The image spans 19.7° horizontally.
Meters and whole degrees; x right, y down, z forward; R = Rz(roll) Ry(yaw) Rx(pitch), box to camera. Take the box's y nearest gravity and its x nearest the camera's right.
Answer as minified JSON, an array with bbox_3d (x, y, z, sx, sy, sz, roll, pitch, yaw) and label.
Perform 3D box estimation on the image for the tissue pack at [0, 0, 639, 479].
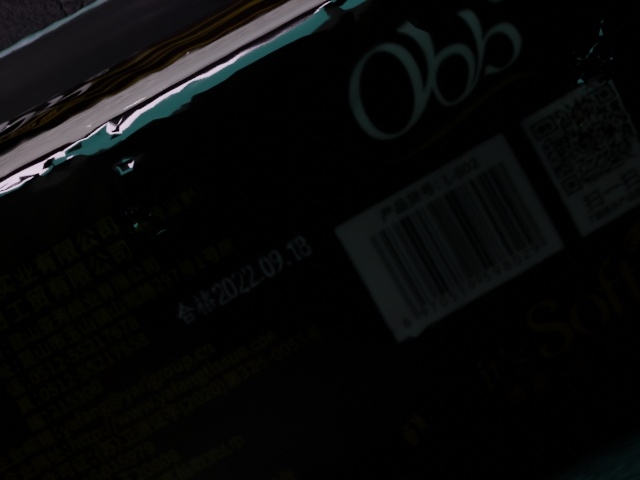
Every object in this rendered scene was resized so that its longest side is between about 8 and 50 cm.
[{"bbox_3d":[0.000,0.000,0.726,0.370,0.210,0.198,-27,7,2],"label":"tissue pack"}]

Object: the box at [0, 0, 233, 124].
[{"bbox_3d":[-0.022,-0.035,0.975,0.264,0.106,0.337,-21,-19,37],"label":"box"}]
